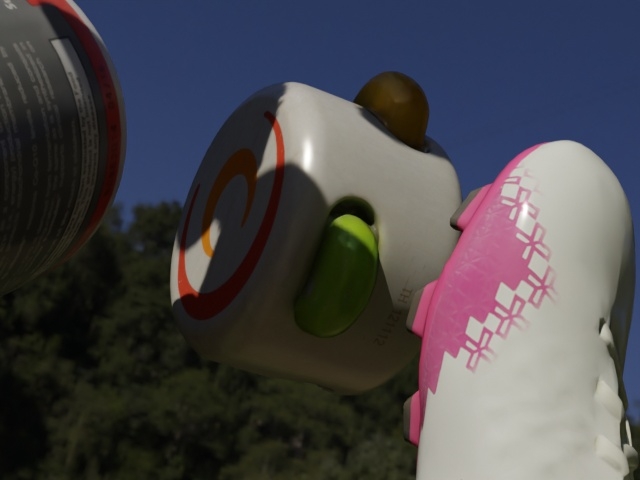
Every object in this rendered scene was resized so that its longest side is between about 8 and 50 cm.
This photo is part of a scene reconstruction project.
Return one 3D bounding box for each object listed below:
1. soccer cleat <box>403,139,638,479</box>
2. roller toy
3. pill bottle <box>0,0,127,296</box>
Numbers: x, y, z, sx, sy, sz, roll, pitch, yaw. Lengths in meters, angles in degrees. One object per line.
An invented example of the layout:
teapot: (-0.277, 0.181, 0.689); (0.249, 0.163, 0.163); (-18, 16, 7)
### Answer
soccer cleat: (0.093, 0.124, 0.544); (0.143, 0.331, 0.116); (12, -8, 44)
roller toy: (0.000, 0.000, 0.903); (0.146, 0.209, 0.191); (19, -37, -27)
pill bottle: (-0.263, -0.037, 0.671); (0.210, 0.210, 0.363); (6, 15, 16)
